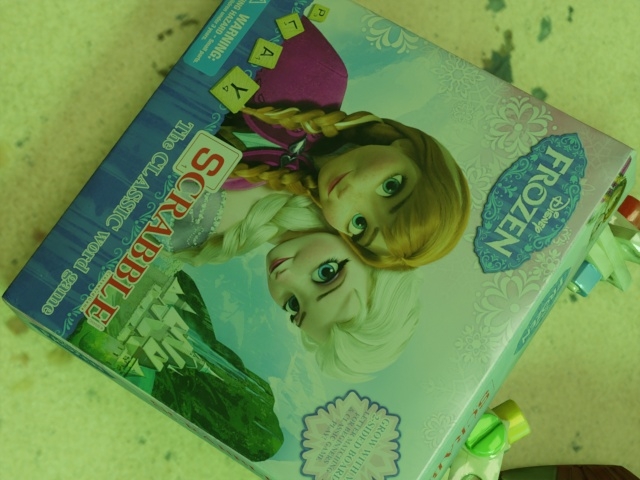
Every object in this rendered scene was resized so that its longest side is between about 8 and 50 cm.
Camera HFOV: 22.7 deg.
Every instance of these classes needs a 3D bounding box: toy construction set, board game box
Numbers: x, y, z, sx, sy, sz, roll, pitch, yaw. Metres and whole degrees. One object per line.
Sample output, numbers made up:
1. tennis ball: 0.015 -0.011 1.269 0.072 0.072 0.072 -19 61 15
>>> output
1. toy construction set: 0.121 0.055 1.173 0.215 0.151 0.327 38 67 12
2. board game box: 0.000 0.000 1.097 0.318 0.066 0.319 30 76 18

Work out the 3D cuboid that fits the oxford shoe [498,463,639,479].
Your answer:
1. oxford shoe: 0.322 0.259 1.229 0.397 0.140 0.146 4 94 1
